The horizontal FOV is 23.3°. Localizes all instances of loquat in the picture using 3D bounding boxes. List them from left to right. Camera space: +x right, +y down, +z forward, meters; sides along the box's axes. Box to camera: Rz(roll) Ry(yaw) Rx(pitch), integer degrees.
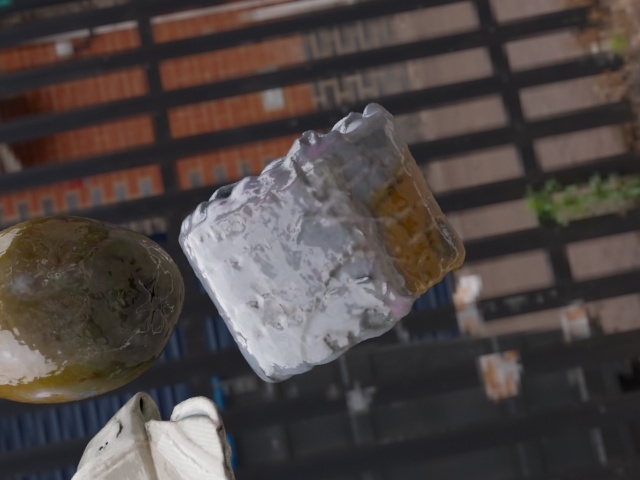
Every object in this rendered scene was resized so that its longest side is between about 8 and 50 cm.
[{"bbox_3d":[-0.237,0.063,1.423,0.179,0.227,0.179,-7,-90,-88],"label":"loquat"}]

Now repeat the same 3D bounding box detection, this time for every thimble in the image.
[{"bbox_3d":[-0.003,0.002,0.907,0.118,0.151,0.127,59,-145,-3],"label":"thimble"}]

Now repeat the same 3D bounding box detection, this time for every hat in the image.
[{"bbox_3d":[-0.084,0.220,0.998,0.219,0.164,0.226,56,175,-8],"label":"hat"}]
